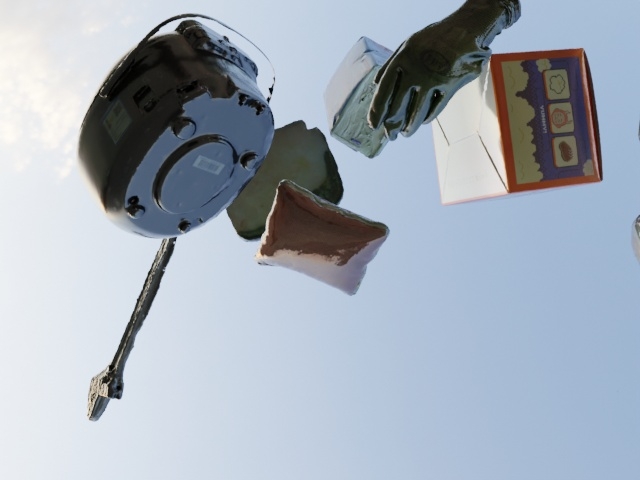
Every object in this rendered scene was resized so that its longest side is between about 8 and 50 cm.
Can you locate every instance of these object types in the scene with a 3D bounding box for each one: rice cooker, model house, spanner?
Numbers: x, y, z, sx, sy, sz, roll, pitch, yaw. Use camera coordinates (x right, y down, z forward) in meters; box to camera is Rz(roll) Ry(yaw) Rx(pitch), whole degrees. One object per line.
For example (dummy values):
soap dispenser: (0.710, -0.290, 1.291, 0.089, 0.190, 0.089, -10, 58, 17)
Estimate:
rice cooker: (-0.124, -0.093, 0.466, 0.203, 0.142, 0.118, -50, -128, 19)
model house: (-0.114, -0.142, 1.391, 0.299, 0.284, 0.243, -23, -88, -8)
spanner: (-0.284, 0.128, 0.801, 0.093, 0.026, 0.325, 26, -87, 53)

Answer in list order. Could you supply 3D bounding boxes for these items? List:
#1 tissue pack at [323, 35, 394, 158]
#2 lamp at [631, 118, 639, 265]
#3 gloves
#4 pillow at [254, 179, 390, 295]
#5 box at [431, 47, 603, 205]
tissue pack: (0.112, -0.348, 1.255, 0.198, 0.146, 0.263, -54, -157, 27)
lamp: (0.364, 0.009, 0.310, 0.248, 0.247, 0.301, -16, -145, 1)
gloves: (0.170, -0.260, 0.768, 0.268, 0.107, 0.135, -48, -121, 13)
pillow: (0.000, 0.000, 0.814, 0.179, 0.171, 0.075, 22, -138, -2)
box: (0.471, -0.266, 1.323, 0.257, 0.349, 0.318, -9, -90, -12)
